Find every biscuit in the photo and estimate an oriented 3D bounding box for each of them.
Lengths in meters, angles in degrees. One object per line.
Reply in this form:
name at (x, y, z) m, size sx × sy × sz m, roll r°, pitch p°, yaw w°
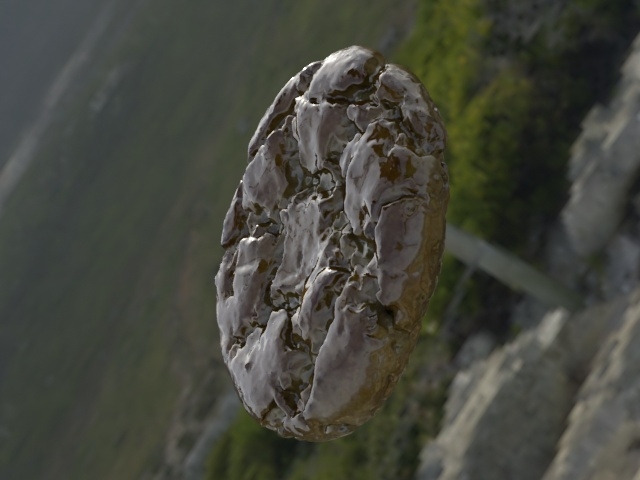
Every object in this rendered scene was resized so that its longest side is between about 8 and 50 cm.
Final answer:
biscuit at (0.000, 0.000, 1.003) m, size 0.226 × 0.042 × 0.226 m, roll -35°, pitch 48°, yaw 53°
